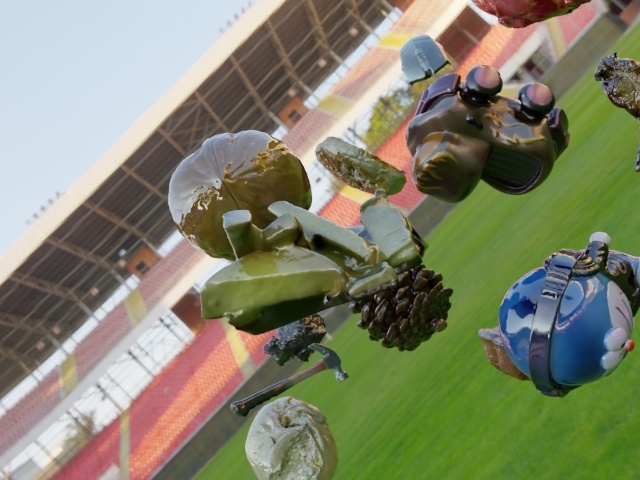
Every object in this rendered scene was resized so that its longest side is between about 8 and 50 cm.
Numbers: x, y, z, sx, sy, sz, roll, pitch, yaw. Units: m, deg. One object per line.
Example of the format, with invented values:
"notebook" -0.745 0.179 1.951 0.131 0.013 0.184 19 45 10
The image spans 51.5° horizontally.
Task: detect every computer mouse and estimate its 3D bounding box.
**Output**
"computer mouse" 0.265 -0.492 1.765 0.126 0.071 0.231 -25 34 16

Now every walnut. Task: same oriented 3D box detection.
"walnut" -0.204 -0.115 1.686 0.354 0.307 0.398 -34 -9 -4

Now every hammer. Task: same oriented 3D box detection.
"hammer" -0.073 0.326 1.510 0.288 0.111 0.033 -22 -14 -32

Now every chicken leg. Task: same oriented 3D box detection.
"chicken leg" 0.631 -0.258 1.316 0.106 0.253 0.051 -21 -4 13

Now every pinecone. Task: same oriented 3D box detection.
"pinecone" 0.170 0.136 1.516 0.224 0.273 0.224 -35 -38 -33

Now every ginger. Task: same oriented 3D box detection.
"ginger" 0.000 0.000 1.155 0.359 0.211 0.413 -20 5 41

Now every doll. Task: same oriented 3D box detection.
"doll" 0.472 0.139 1.234 0.310 0.240 0.284 -36 -52 -43

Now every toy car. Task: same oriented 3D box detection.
"toy car" 0.350 -0.195 1.426 0.271 0.341 0.240 103 -176 -64

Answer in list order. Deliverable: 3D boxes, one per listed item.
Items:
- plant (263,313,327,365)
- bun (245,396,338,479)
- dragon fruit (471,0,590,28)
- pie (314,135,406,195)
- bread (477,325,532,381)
"plant" -0.078 0.305 2.063 0.203 0.143 0.131 -50 32 37
"bun" -0.062 0.455 1.492 0.210 0.237 0.116 -19 -41 -27
"dragon fruit" 0.264 -0.379 0.858 0.268 0.205 0.209 30 100 60
"pie" 0.112 -0.224 2.034 0.092 0.315 0.315 -62 -3 -5
"bread" 0.581 0.292 1.827 0.232 0.135 0.247 -17 18 -28
